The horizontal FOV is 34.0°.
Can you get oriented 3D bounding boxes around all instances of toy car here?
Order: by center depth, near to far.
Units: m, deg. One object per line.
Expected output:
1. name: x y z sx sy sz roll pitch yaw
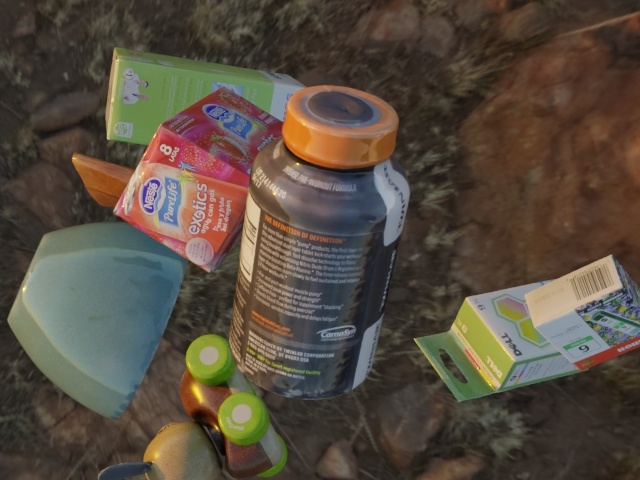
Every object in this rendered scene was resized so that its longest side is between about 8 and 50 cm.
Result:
1. toy car: -0.148 0.218 1.139 0.188 0.155 0.149 -30 62 -8

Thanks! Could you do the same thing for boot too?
1. boot: -0.314 -0.120 1.847 0.280 0.264 0.096 19 68 23

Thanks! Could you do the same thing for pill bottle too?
1. pill bottle: 0.000 0.000 0.856 0.130 0.130 0.245 2 124 -12

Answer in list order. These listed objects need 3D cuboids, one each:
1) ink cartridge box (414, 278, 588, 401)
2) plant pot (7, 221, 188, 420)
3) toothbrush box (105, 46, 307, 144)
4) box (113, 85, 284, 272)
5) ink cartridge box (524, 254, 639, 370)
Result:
1. ink cartridge box: 0.233 0.118 1.274 0.209 0.062 0.109 -8 46 -30
2. plant pot: -0.334 0.090 1.510 0.195 0.290 0.290 23 83 -14
3. toothbrush box: -0.174 -0.203 1.568 0.283 0.206 0.122 6 104 -14
4. box: -0.118 -0.079 1.204 0.128 0.257 0.122 31 110 0
5. ink cartridge box: 0.190 0.057 0.695 0.063 0.029 0.115 -28 138 22
